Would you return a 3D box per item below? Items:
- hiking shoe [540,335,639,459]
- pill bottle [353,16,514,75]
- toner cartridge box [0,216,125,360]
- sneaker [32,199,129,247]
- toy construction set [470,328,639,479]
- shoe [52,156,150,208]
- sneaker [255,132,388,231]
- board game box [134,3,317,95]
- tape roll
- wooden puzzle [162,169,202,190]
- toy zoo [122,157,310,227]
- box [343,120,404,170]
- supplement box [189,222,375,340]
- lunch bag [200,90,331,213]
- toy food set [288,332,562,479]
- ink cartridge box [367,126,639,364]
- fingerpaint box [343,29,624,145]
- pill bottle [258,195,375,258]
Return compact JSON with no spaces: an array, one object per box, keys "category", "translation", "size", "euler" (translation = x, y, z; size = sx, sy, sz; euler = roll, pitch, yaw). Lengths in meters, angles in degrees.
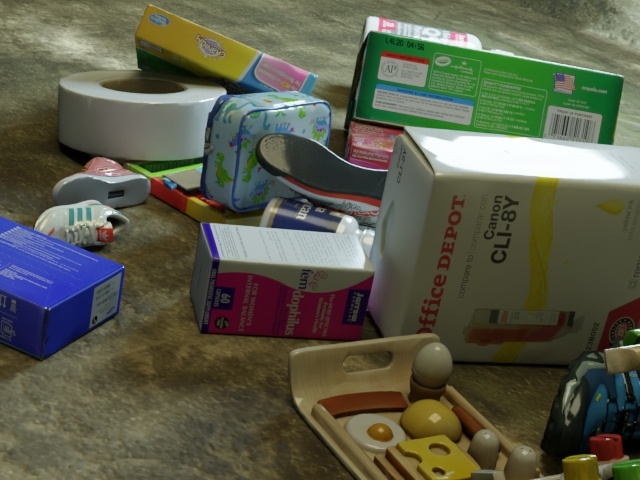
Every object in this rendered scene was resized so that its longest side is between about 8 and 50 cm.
[{"category":"hiking shoe","translation":[0.376,0.197,1.550],"size":[0.132,0.113,0.304],"euler":[24,27,28]},{"category":"pill bottle","translation":[0.234,-0.354,2.644],"size":[0.318,0.176,0.176],"euler":[10,24,-2]},{"category":"toner cartridge box","translation":[-0.440,0.031,1.614],"size":[0.348,0.075,0.165],"euler":[21,24,20]},{"category":"sneaker","translation":[-0.335,-0.017,1.788],"size":[0.075,0.057,0.161],"euler":[16,21,26]},{"category":"toy construction set","translation":[0.266,0.234,1.220],"size":[0.237,0.309,0.257],"euler":[-6,22,-21]},{"category":"shoe","translation":[-0.350,-0.084,1.933],"size":[0.081,0.063,0.178],"euler":[28,23,36]},{"category":"sneaker","translation":[0.006,-0.067,1.922],"size":[0.270,0.145,0.090],"euler":[16,55,-19]},{"category":"board game box","translation":[-0.173,-0.304,2.279],"size":[0.316,0.064,0.242],"euler":[23,-8,-4]},{"category":"tape roll","translation":[-0.302,-0.217,2.154],"size":[0.286,0.100,0.286],"euler":[4,17,-1]},{"category":"wooden puzzle","translation":[-0.202,-0.093,1.996],"size":[0.116,0.014,0.078],"euler":[-8,26,-37]},{"category":"toy zoo","translation":[-0.152,-0.076,2.033],"size":[0.293,0.030,0.192],"euler":[29,29,35]},{"category":"box","translation":[0.162,-0.102,2.108],"size":[0.257,0.128,0.122],"euler":[10,23,-4]},{"category":"supplement box","translation":[-0.052,0.055,1.684],"size":[0.220,0.111,0.114],"euler":[3,25,-16]},{"category":"lunch bag","translation":[-0.085,-0.137,1.946],"size":[0.090,0.176,0.219],"euler":[22,24,35]},{"category":"toy food set","translation":[0.127,0.204,1.451],"size":[0.219,0.092,0.306],"euler":[-4,27,-30]},{"category":"ink cartridge box","translation":[0.278,0.015,1.714],"size":[0.384,0.279,0.160],"euler":[3,26,-16]},{"category":"fingerpaint box","translation":[0.279,-0.249,2.299],"size":[0.445,0.163,0.371],"euler":[10,1,-1]},{"category":"pill bottle","translation":[0.000,0.000,1.851],"size":[0.169,0.094,0.094],"euler":[16,24,11]}]
